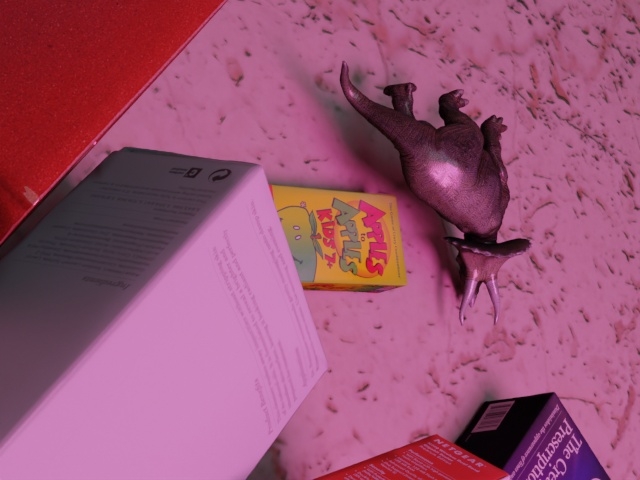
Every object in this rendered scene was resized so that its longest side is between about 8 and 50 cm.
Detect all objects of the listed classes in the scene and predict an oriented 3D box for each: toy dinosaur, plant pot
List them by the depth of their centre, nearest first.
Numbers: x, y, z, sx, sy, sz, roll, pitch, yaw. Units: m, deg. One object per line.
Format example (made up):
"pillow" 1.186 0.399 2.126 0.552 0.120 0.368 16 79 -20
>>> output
"plant pot" -0.263 -0.128 0.934 0.236 0.267 0.267 42 52 -10
"toy dinosaur" 0.131 -0.072 1.313 0.313 0.121 0.160 54 17 -42

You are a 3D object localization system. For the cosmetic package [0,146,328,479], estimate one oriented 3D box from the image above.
"cosmetic package" -0.168 0.128 0.950 0.385 0.156 0.217 -48 134 -40

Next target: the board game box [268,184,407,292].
"board game box" 0.000 0.000 1.263 0.181 0.043 0.092 3 75 -42

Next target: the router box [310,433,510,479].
"router box" -0.005 0.343 1.016 0.301 0.082 0.335 -12 117 -43

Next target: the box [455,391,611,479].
"box" 0.185 0.303 1.302 0.261 0.103 0.184 -47 112 -40
